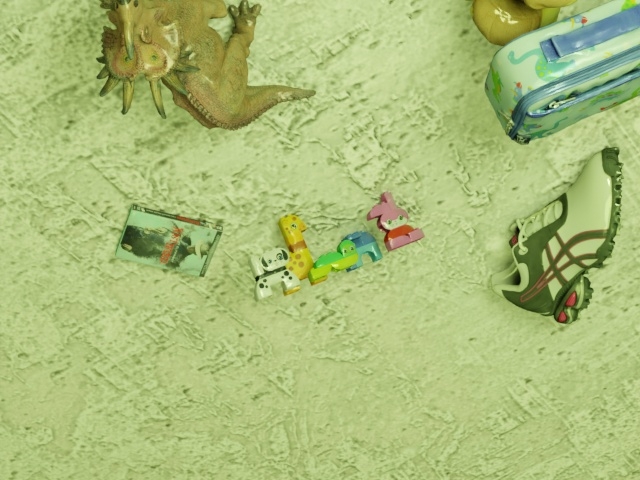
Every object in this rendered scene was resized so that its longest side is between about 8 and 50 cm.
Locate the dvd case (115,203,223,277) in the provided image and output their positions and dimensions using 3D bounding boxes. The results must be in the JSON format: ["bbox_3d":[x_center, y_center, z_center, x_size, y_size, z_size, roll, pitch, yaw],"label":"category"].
[{"bbox_3d":[-0.193,0.001,1.980,0.120,0.013,0.087,13,130,-15],"label":"dvd case"}]

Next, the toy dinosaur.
[{"bbox_3d":[-0.139,-0.186,1.684,0.127,0.200,0.296,-36,125,27],"label":"toy dinosaur"}]

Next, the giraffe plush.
[{"bbox_3d":[0.218,-0.281,1.665,0.210,0.181,0.170,-19,155,-34],"label":"giraffe plush"}]

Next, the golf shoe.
[{"bbox_3d":[0.300,-0.005,1.938,0.120,0.105,0.272,12,131,-4],"label":"golf shoe"}]

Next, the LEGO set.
[{"bbox_3d":[0.000,0.000,1.938,0.227,0.093,0.087,-21,173,-19],"label":"LEGO set"}]

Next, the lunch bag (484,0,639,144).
[{"bbox_3d":[0.285,-0.188,1.641,0.219,0.090,0.176,-23,168,-7],"label":"lunch bag"}]
